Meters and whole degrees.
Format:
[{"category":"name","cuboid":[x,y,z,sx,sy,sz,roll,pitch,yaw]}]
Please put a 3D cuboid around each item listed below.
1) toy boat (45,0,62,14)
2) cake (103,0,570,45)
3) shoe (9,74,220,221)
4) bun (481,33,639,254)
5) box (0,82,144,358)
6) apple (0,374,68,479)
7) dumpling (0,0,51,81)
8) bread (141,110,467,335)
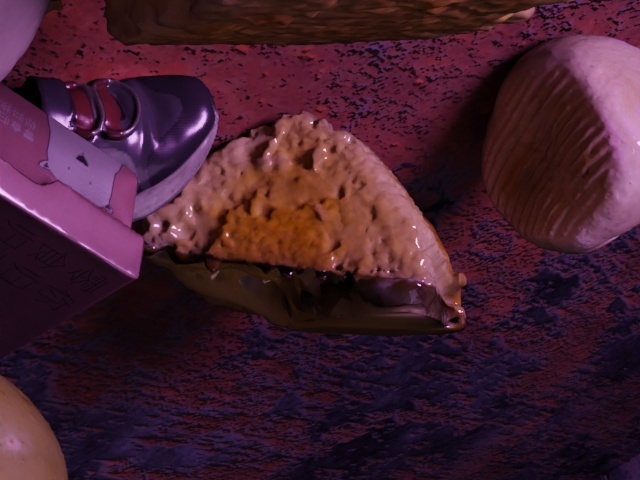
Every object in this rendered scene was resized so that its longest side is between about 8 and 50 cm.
[{"category":"toy boat","cuboid":[-0.230,-0.135,0.871,0.149,0.047,0.049,-7,141,-20]},{"category":"cake","cuboid":[0.021,-0.247,0.695,0.227,0.286,0.222,-6,-179,-35]},{"category":"shoe","cuboid":[-0.184,-0.062,1.001,0.227,0.099,0.112,-26,148,1]},{"category":"bun","cuboid":[0.231,-0.079,1.251,0.128,0.178,0.193,-11,148,-34]},{"category":"box","cuboid":[-0.252,-0.017,0.897,0.215,0.086,0.215,-30,132,33]},{"category":"apple","cuboid":[-0.339,0.210,1.170,0.279,0.279,0.279,-21,153,-12]},{"category":"dumpling","cuboid":[-0.224,-0.187,0.627,0.260,0.181,0.341,20,135,-19]},{"category":"bread","cuboid":[0.000,0.000,1.206,0.262,0.162,0.204,11,162,18]}]
